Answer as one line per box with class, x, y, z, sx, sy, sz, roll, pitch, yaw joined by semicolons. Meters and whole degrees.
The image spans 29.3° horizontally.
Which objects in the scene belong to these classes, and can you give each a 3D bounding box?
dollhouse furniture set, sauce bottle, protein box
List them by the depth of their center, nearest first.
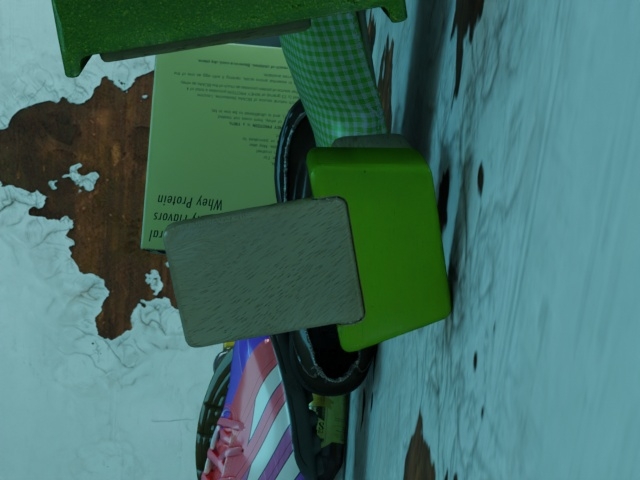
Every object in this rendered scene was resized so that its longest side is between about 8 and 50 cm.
dollhouse furniture set;-0.035;-0.077;0.687;0.301;0.151;0.198;-100;0;-71
sauce bottle;0.002;0.171;1.056;0.042;0.042;0.128;106;167;-73
protein box;-0.067;-0.081;1.213;0.136;0.199;0.201;145;129;-86

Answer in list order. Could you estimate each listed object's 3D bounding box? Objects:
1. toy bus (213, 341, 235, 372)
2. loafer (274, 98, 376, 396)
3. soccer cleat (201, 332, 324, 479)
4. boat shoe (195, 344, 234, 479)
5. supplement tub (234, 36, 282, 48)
toy bus;-0.081;0.130;1.729;0.108;0.130;0.333;101;173;-70
loafer;0.014;0.003;0.865;0.078;0.080;0.220;-174;80;-83
soccer cleat;-0.053;0.212;0.921;0.108;0.116;0.318;110;155;-79
boat shoe;-0.043;0.233;1.137;0.098;0.109;0.302;-14;-76;-58
supplement tub;-0.065;-0.351;1.316;0.228;0.228;0.316;100;174;-57
